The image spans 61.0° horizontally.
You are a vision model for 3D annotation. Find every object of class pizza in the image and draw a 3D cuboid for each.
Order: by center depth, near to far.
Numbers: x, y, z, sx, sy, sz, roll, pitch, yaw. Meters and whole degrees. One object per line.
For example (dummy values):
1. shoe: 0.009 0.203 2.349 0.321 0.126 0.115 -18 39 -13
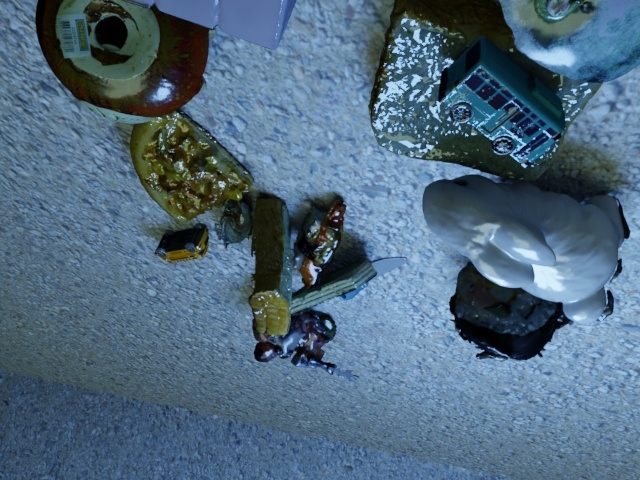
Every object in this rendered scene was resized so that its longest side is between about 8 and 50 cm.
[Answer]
1. pizza: -0.312 -0.144 1.134 0.268 0.087 0.258 -18 130 43

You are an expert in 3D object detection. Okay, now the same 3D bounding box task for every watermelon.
1. watermelon: 0.268 -0.303 0.532 0.321 0.175 0.188 35 153 -12

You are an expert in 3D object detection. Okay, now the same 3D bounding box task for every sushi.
1. sushi: 0.394 0.161 1.164 0.238 0.225 0.219 39 165 26
2. sushi: -0.003 -0.002 1.190 0.103 0.097 0.226 29 121 4

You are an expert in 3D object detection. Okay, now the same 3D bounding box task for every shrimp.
1. shrimp: -0.204 -0.027 1.262 0.090 0.079 0.233 -14 161 -25

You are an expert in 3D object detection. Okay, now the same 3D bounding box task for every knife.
1. knife: 0.116 0.087 1.333 0.058 0.032 0.244 36 137 -14

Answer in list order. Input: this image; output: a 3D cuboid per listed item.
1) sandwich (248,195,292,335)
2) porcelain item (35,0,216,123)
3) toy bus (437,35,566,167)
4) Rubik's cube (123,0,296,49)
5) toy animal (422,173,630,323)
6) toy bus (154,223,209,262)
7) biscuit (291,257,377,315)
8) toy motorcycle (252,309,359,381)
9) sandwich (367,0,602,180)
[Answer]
1. sandwich: -0.104 0.064 1.190 0.087 0.251 0.226 1 144 -3
2. porcelain item: -0.283 -0.303 0.821 0.252 0.253 0.253 11 145 8
3. toy bus: 0.237 -0.175 0.697 0.160 0.079 0.092 33 136 -17
4. Rubik's cube: -0.102 -0.379 0.561 0.224 0.231 0.221 19 155 -3
5. toy animal: 0.336 -0.001 0.900 0.357 0.258 0.194 8 142 -30
6. toy bus: -0.339 0.013 1.372 0.162 0.070 0.074 -8 139 33
7. biscuit: 0.032 0.100 1.280 0.252 0.150 0.052 -25 95 46
8. toy motorcycle: -0.049 0.287 1.530 0.401 0.207 0.134 35 170 -32
9. sandwich: 0.226 -0.217 0.794 0.301 0.099 0.271 12 142 4
